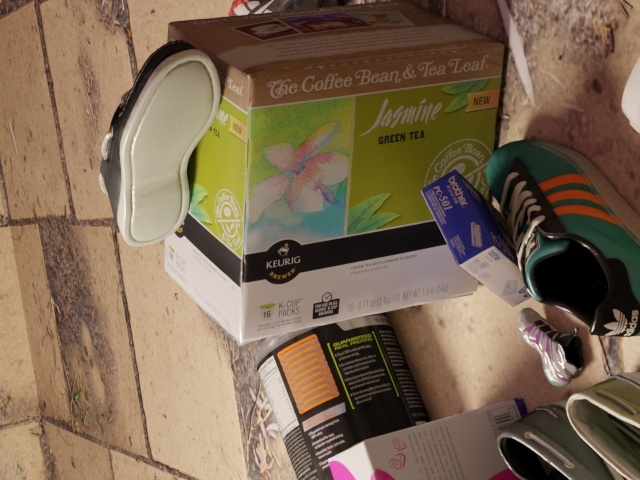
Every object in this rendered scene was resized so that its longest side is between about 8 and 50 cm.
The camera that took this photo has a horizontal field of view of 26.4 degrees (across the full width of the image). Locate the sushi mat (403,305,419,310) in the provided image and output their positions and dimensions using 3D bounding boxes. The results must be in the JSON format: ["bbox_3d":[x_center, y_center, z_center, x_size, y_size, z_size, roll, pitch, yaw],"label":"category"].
[{"bbox_3d":[0.000,0.000,1.842,0.316,0.151,0.019,45,112,47],"label":"sushi mat"}]

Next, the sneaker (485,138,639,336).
[{"bbox_3d":[0.245,-0.009,1.407,0.302,0.121,0.108,48,139,44],"label":"sneaker"}]

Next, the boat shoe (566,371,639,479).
[{"bbox_3d":[0.357,0.228,1.314,0.302,0.094,0.109,36,131,52],"label":"boat shoe"}]

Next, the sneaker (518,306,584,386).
[{"bbox_3d":[0.262,0.106,1.511,0.098,0.038,0.069,59,146,15],"label":"sneaker"}]

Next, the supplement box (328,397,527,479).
[{"bbox_3d":[0.138,0.271,1.600,0.114,0.220,0.111,-39,65,59],"label":"supplement box"}]

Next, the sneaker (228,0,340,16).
[{"bbox_3d":[-0.057,-0.288,1.866,0.276,0.097,0.135,-12,69,62],"label":"sneaker"}]

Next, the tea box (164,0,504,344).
[{"bbox_3d":[0.009,-0.092,1.594,0.220,0.329,0.324,38,132,52],"label":"tea box"}]

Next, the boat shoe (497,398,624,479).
[{"bbox_3d":[0.296,0.316,1.453,0.319,0.099,0.116,61,147,31],"label":"boat shoe"}]

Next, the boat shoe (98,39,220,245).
[{"bbox_3d":[-0.188,-0.115,1.480,0.091,0.114,0.302,57,144,26],"label":"boat shoe"}]

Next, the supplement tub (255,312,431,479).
[{"bbox_3d":[0.033,0.212,1.805,0.193,0.193,0.316,-50,55,56],"label":"supplement tub"}]

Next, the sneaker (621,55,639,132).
[{"bbox_3d":[0.376,-0.189,1.111,0.150,0.135,0.366,52,151,29],"label":"sneaker"}]

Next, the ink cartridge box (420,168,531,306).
[{"bbox_3d":[0.178,0.001,1.476,0.046,0.207,0.097,-30,66,14],"label":"ink cartridge box"}]
